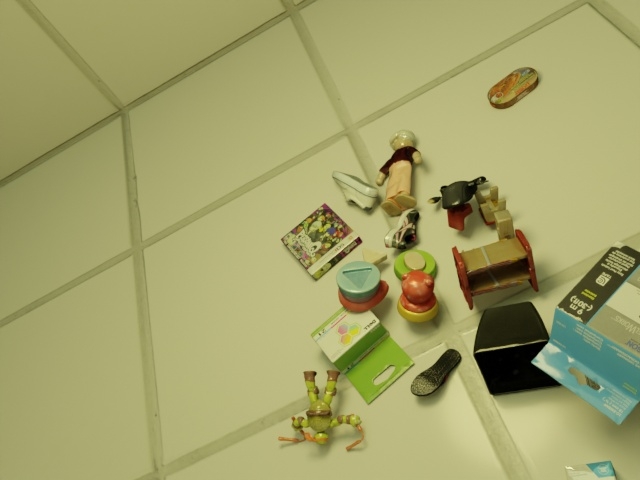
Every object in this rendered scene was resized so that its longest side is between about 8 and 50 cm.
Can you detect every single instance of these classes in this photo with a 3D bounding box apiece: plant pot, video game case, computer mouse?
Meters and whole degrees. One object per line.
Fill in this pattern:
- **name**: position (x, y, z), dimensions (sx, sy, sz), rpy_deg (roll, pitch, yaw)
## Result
- **plant pot**: position (0.505, 0.266, 1.702), dimensions (0.188, 0.187, 0.167), rpy_deg (-13, 39, 21)
- **video game case**: position (0.000, 0.000, 2.278), dimensions (0.210, 0.042, 0.232), rpy_deg (-39, 46, -4)
- **computer mouse**: position (0.401, -0.151, 2.049), dimensions (0.184, 0.060, 0.262), rpy_deg (-18, 10, 34)

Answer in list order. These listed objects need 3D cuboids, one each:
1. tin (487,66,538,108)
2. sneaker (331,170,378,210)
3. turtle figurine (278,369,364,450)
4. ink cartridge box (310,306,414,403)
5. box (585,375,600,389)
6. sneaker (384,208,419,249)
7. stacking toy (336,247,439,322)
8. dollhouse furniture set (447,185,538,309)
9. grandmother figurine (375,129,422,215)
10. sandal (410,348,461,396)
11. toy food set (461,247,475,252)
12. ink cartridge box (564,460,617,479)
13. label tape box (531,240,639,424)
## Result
- **tin**: position (0.673, -0.531, 2.301), dimensions (0.189, 0.040, 0.106), rpy_deg (-36, 42, 1)
- **sneaker**: position (0.107, -0.177, 2.320), dimensions (0.258, 0.094, 0.091), rpy_deg (40, 114, 56)
- **turtle figurine**: position (-0.011, 0.478, 1.853), dimensions (0.269, 0.087, 0.217), rpy_deg (-10, 70, 28)
- **ink cartridge box**: position (0.121, 0.315, 1.932), dimensions (0.189, 0.097, 0.255), rpy_deg (-41, 46, -4)
- **box**: position (0.797, 0.304, 1.559), dimensions (0.290, 0.087, 0.169), rpy_deg (15, 64, 37)
- **sneaker**: position (0.279, -0.027, 2.112), dimensions (0.077, 0.072, 0.178), rpy_deg (20, 54, 28)
- **stacking toy**: position (0.208, 0.087, 1.962), dimensions (0.308, 0.130, 0.280), rpy_deg (6, 43, 16)
- **dollhouse furniture set**: position (0.477, 0.012, 1.928), dimensions (0.201, 0.152, 0.374), rpy_deg (-15, 31, 7)
- **grandmother figurine**: position (0.275, -0.247, 2.274), dimensions (0.207, 0.104, 0.342), rpy_deg (-17, 46, 34)
- **sandal**: position (0.322, 0.372, 1.819), dimensions (0.179, 0.040, 0.067), rpy_deg (-38, 50, -21)
- **toy food set**: position (0.482, 0.058, 1.974), dimensions (0.122, 0.019, 0.078), rpy_deg (2, 55, 20)
- **ink cartridge box**: position (0.618, 0.592, 1.461), dimensions (0.104, 0.060, 0.180), rpy_deg (-16, 50, 18)
- **label tape box**: position (0.655, 0.192, 1.444), dimensions (0.333, 0.106, 0.240), rpy_deg (-44, 46, -9)
